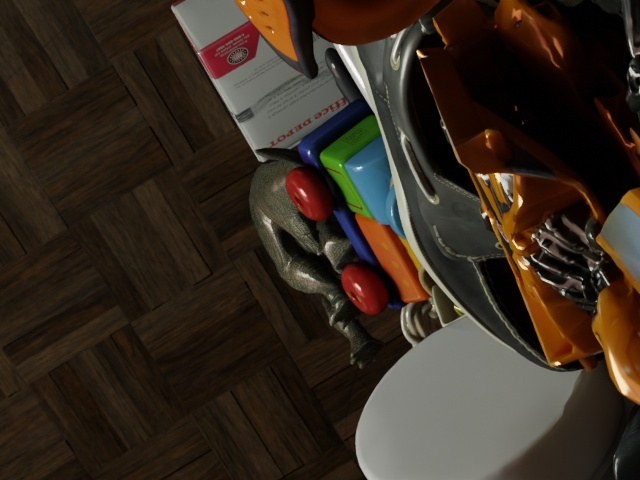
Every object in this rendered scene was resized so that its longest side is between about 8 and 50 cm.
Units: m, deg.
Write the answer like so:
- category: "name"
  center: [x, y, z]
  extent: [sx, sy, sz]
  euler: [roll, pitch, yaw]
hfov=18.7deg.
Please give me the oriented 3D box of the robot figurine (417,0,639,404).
- category: "robot figurine"
  center: [0.114, 0.026, 0.505]
  extent: [0.291, 0.085, 0.211]
  euler: [57, 177, 46]

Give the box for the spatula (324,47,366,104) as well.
- category: "spatula"
  center: [0.080, -0.030, 1.541]
  extent: [0.296, 0.030, 0.084]
  euler: [60, -173, -21]

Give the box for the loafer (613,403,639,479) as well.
- category: "loafer"
  center: [0.198, 0.149, 0.953]
  extent: [0.170, 0.062, 0.061]
  euler: [63, -160, -17]

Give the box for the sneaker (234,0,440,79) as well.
- category: "sneaker"
  center: [-0.032, -0.136, 0.630]
  extent: [0.180, 0.124, 0.321]
  euler: [49, -174, -4]

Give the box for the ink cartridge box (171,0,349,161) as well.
- category: "ink cartridge box"
  center: [-0.036, -0.147, 1.523]
  extent: [0.063, 0.109, 0.150]
  euler: [57, 177, 36]

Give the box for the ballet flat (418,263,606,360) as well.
- category: "ballet flat"
  center: [0.114, 0.047, 1.156]
  extent: [0.080, 0.073, 0.232]
  euler: [59, 178, -18]

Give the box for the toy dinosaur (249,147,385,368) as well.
- category: "toy dinosaur"
  center: [0.000, 0.000, 1.576]
  extent: [0.313, 0.121, 0.160]
  euler: [28, -166, -50]

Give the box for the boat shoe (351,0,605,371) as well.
- category: "boat shoe"
  center: [0.077, -0.022, 0.819]
  extent: [0.233, 0.084, 0.079]
  euler: [62, 174, -36]

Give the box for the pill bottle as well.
- category: "pill bottle"
  center: [0.141, 0.182, 1.055]
  extent: [0.283, 0.161, 0.161]
  euler: [57, 180, -29]

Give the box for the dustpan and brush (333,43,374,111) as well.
- category: "dustpan and brush"
  center: [0.065, -0.070, 1.025]
  extent: [0.147, 0.060, 0.211]
  euler: [40, -158, -60]

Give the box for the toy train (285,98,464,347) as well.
- category: "toy train"
  center: [0.088, 0.025, 1.369]
  extent: [0.248, 0.105, 0.143]
  euler: [60, 165, -25]
